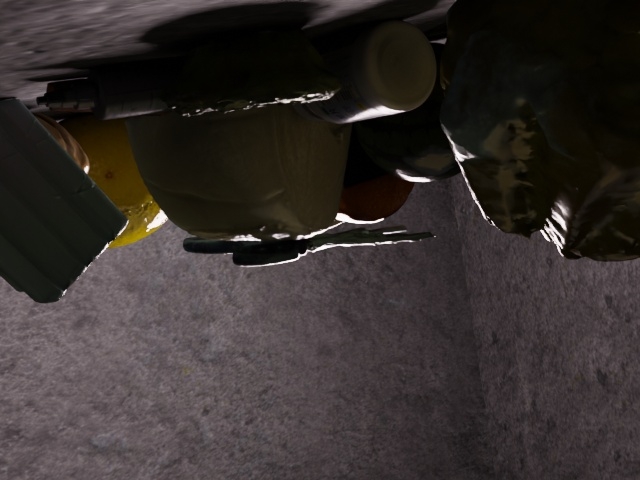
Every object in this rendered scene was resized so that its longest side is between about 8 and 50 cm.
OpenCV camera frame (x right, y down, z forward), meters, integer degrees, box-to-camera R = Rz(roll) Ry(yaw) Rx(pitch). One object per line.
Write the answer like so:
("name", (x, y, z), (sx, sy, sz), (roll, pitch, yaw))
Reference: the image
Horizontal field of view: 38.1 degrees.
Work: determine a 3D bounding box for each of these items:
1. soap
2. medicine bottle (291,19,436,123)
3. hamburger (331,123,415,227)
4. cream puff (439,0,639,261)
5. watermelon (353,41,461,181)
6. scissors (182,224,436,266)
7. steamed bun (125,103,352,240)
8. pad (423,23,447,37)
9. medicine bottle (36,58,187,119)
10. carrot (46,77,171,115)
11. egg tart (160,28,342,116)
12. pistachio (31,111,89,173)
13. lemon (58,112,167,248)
("soap", (-0.414, -0.065, 1.234), (0.095, 0.289, 0.173), (12, -123, 50))
("medicine bottle", (0.043, -0.193, 1.094), (0.102, 0.103, 0.186), (-13, -173, -32))
("hamburger", (0.012, -0.149, 1.544), (0.291, 0.291, 0.225), (-15, -171, -41))
("cream puff", (0.287, -0.122, 0.844), (0.378, 0.275, 0.378), (-11, -176, 1))
("watermelon", (0.152, -0.189, 1.373), (0.212, 0.212, 0.212), (-9, -174, 1))
("scissors", (0.000, 0.000, 1.425), (0.383, 0.029, 0.256), (-7, -171, -32))
("steamed bun", (-0.123, -0.133, 1.278), (0.290, 0.273, 0.272), (-10, 169, 35))
("pad", (0.197, -0.284, 1.234), (0.127, 0.004, 0.190), (-11, -174, -14))
("medicine bottle", (-0.216, -0.165, 1.027), (0.199, 0.058, 0.057), (-13, -173, -33))
("carrot", (-0.244, -0.175, 1.106), (0.161, 0.055, 0.055), (-5, -178, -35))
("egg tart", (-0.077, -0.173, 0.965), (0.197, 0.078, 0.197), (-7, -173, 1))
("pistachio", (-0.464, -0.117, 1.391), (0.229, 0.157, 0.157), (4, -171, 11))
("lemon", (-0.391, -0.113, 1.695), (0.310, 0.258, 0.258), (-12, -174, 1))
